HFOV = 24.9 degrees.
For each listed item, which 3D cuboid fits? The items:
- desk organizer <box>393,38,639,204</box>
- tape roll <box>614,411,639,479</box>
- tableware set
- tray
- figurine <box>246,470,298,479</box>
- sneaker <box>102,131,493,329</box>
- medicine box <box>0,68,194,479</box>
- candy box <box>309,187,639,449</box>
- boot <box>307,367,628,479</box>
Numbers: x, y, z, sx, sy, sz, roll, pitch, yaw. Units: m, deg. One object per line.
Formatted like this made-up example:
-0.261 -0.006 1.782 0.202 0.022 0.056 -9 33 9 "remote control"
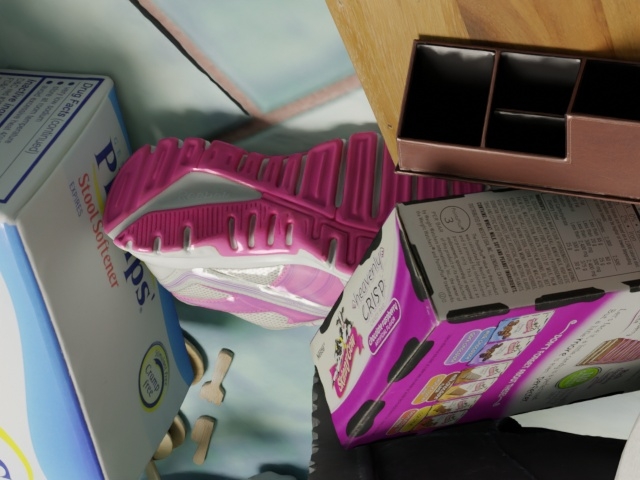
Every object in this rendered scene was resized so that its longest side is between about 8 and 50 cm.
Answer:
0.101 -0.057 0.687 0.130 0.047 0.050 8 138 18 "desk organizer"
0.309 0.105 0.554 0.392 0.072 0.392 -3 128 -3 "tape roll"
-0.147 0.128 1.164 0.128 0.039 0.194 21 143 2 "tableware set"
0.071 -0.197 0.629 0.203 0.076 0.411 0 138 27 "tray"
-0.120 0.242 1.195 0.209 0.092 0.215 -22 166 38 "figurine"
0.000 0.000 0.894 0.252 0.103 0.111 7 152 18 "sneaker"
-0.262 0.027 0.978 0.289 0.149 0.263 7 131 21 "medicine box"
0.129 0.032 0.776 0.233 0.071 0.159 -7 153 -22 "candy box"
0.221 0.151 0.900 0.445 0.367 0.146 -4 101 1 "boot"
